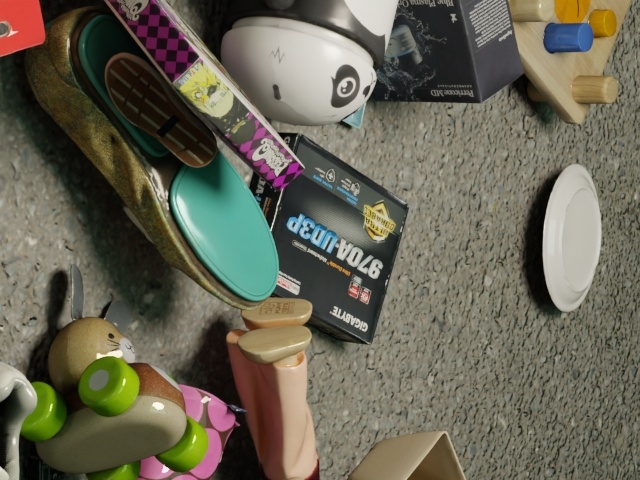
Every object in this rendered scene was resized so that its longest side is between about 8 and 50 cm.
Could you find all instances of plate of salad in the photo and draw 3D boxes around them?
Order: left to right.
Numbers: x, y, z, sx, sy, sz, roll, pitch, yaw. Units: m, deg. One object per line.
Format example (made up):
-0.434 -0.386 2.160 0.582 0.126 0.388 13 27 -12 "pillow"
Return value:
0.330 -0.004 2.277 0.200 0.048 0.200 -13 105 -59 "plate of salad"

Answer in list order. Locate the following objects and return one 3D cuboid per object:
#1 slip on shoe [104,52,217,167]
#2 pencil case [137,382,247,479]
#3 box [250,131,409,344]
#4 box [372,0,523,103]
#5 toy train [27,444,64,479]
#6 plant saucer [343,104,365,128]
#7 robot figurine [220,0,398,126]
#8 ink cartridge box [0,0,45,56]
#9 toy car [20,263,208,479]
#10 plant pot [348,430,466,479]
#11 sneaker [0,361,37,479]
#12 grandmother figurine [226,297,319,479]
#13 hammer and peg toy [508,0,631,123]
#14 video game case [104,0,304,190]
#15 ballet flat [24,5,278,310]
-0.145 -0.123 1.543 0.135 0.051 0.041 41 18 -27 "slip on shoe"
-0.157 0.246 1.692 0.098 0.095 0.209 46 62 -41 "pencil case"
0.000 0.000 1.884 0.220 0.051 0.175 32 70 -47 "box"
0.128 -0.243 1.905 0.093 0.156 0.158 -37 121 -41 "box"
-0.264 0.270 1.616 0.036 0.027 0.158 -5 97 -46 "toy train"
0.040 -0.228 1.938 0.067 0.018 0.192 22 75 -48 "plant saucer"
-0.001 -0.256 1.765 0.209 0.173 0.278 22 76 -30 "robot figurine"
-0.327 -0.268 1.455 0.134 0.078 0.231 -25 112 -45 "ink cartridge box"
-0.200 0.117 1.602 0.155 0.149 0.188 48 28 -48 "toy car"
0.098 0.291 1.991 0.109 0.096 0.109 -46 125 -37 "plant pot"
-0.331 0.235 1.468 0.110 0.118 0.292 28 74 -49 "sneaker"
-0.038 0.233 1.801 0.208 0.104 0.342 -69 158 -64 "grandmother figurine"
0.278 -0.339 2.126 0.361 0.127 0.266 42 64 -43 "hammer and peg toy"
-0.127 -0.171 1.575 0.042 0.232 0.210 -41 143 3 "video game case"
-0.164 -0.073 1.629 0.123 0.123 0.348 -53 123 -32 "ballet flat"
